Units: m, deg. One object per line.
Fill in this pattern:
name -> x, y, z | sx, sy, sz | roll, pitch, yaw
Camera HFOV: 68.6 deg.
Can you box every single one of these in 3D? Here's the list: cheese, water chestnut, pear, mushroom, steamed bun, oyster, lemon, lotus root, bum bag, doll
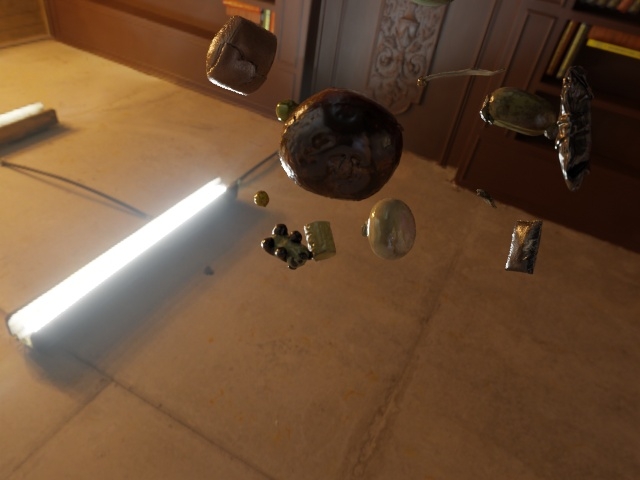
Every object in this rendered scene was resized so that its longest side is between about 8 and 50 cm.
cheese -> 0.000, 0.000, 2.122 | 0.123, 0.094, 0.167 | -13, -114, -2
water chestnut -> 0.064, -0.279, 1.304 | 0.350, 0.350, 0.302 | 6, -124, -5
pear -> -0.113, -0.463, 1.680 | 0.092, 0.092, 0.097 | -1, -179, -13
mushroom -> 0.503, -0.595, 1.687 | 0.306, 0.043, 0.068 | -1, -123, 24
mushroom -> 0.264, -0.047, 1.857 | 0.202, 0.246, 0.246 | 6, -150, 36
steamed bun -> -0.326, -0.758, 1.974 | 0.251, 0.301, 0.199 | 10, -143, -43
oyster -> 0.596, -0.151, 1.679 | 0.093, 0.034, 0.051 | 36, -155, -22
lemon -> -0.249, -0.176, 2.001 | 0.065, 0.065, 0.092 | -5, -127, -18
lotus root -> 0.777, -0.484, 1.800 | 0.309, 0.173, 0.173 | 26, -140, 13
bum bag -> 0.698, -0.303, 1.290 | 0.095, 0.341, 0.144 | -1, 180, 34
doll -> -0.143, 0.031, 2.026 | 0.234, 0.135, 0.143 | 25, -116, 38

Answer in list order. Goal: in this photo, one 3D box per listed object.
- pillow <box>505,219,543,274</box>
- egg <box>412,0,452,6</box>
pillow -> 0.786, 0.022, 1.809 | 0.055, 0.208, 0.141 | 12, 179, -21
egg -> 0.275, -0.682, 1.174 | 0.236, 0.169, 0.169 | -3, -143, -39
